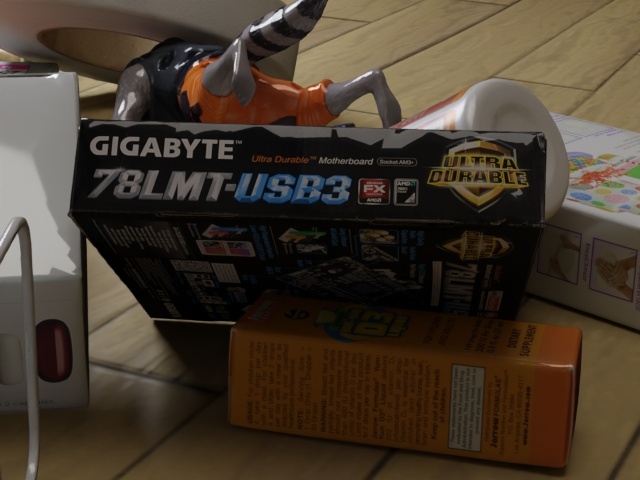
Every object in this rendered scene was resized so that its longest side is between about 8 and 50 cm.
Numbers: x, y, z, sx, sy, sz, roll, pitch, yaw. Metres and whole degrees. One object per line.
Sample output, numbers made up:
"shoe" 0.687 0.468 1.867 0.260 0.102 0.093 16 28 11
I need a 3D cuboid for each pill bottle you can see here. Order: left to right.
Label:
"pill bottle" 0.087 -0.042 1.151 0.121 0.121 0.216 -20 -2 -44

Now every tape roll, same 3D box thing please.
"tape roll" -0.215 -0.245 1.603 0.392 0.072 0.392 9 -7 1

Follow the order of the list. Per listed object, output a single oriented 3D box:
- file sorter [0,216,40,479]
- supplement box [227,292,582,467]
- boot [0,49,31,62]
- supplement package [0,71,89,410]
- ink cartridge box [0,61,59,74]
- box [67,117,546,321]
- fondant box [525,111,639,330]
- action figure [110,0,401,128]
"file sorter" -0.304 0.090 0.771 0.278 0.193 0.173 1 20 -2
"supplement box" 0.057 0.093 0.953 0.233 0.080 0.078 4 18 13
"boot" -0.498 -0.236 1.771 0.269 0.089 0.236 6 22 9
"supplement package" -0.295 0.002 0.974 0.262 0.145 0.204 -2 47 -9
"ink cartridge box" -0.449 -0.150 1.589 0.275 0.060 0.239 0 19 -3
"box" 0.000 0.000 0.987 0.293 0.073 0.295 1 -16 4
"fondant box" 0.222 -0.035 1.280 0.330 0.096 0.238 18 26 39
"action figure" -0.068 -0.154 1.432 0.341 0.178 0.330 -10 8 -40
